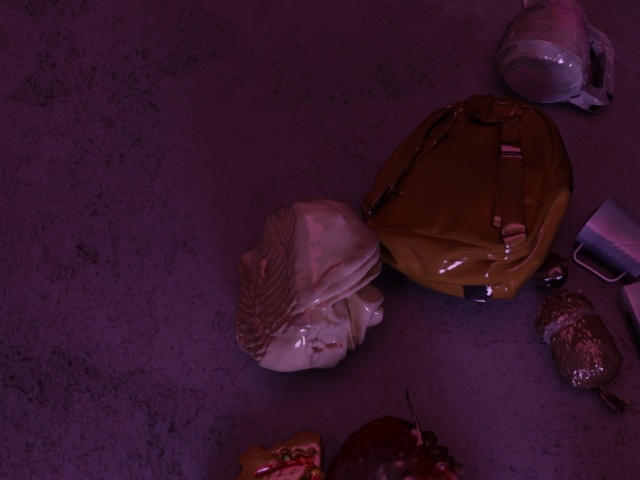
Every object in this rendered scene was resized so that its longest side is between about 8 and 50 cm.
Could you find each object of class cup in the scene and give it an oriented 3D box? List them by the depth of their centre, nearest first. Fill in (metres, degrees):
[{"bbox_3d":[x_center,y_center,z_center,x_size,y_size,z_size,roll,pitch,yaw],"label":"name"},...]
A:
[{"bbox_3d":[0.495,0.010,1.756,0.129,0.095,0.128,38,75,16],"label":"cup"}]

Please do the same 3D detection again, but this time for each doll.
[{"bbox_3d":[0.428,0.184,1.688,0.105,0.115,0.221,-18,73,-14],"label":"doll"}]

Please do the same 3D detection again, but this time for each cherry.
[{"bbox_3d":[0.093,0.381,1.585,0.249,0.175,0.192,-34,75,-14],"label":"cherry"}]

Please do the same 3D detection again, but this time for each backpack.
[{"bbox_3d":[0.264,-0.072,1.746,0.353,0.201,0.378,19,61,28],"label":"backpack"}]

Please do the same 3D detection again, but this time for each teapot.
[{"bbox_3d":[0.439,-0.352,1.877,0.221,0.163,0.178,15,62,11],"label":"teapot"}]

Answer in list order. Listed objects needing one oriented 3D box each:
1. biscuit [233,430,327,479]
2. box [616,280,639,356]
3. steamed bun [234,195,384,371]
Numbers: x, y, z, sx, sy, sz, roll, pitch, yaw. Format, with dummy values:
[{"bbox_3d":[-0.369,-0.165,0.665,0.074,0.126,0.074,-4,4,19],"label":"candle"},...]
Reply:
[{"bbox_3d":[-0.043,0.425,1.654,0.212,0.041,0.239,-38,69,-13],"label":"biscuit"},{"bbox_3d":[0.634,0.121,1.715,0.243,0.067,0.155,-14,65,-2],"label":"box"},{"bbox_3d":[-0.003,0.068,1.683,0.203,0.276,0.289,6,100,-27],"label":"steamed bun"}]
